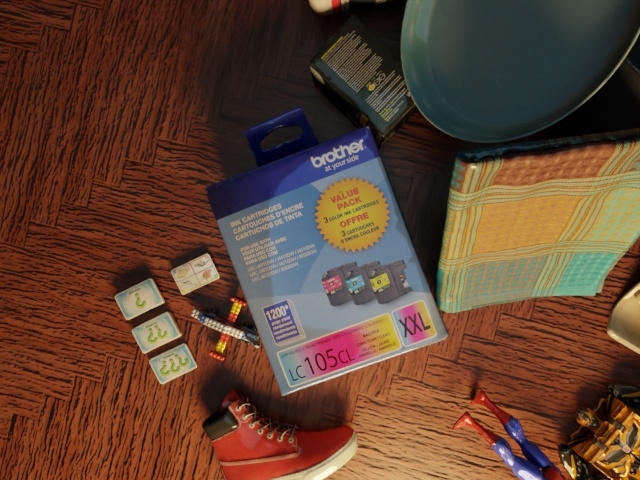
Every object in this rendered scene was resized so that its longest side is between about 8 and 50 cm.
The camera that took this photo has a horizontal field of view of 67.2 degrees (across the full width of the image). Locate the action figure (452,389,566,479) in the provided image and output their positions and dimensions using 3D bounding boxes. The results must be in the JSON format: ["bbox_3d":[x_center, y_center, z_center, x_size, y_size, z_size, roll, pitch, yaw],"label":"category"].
[{"bbox_3d":[0.338,0.382,0.771,0.280,0.139,0.091,38,54,23],"label":"action figure"}]

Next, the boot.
[{"bbox_3d":[-0.073,0.318,0.811,0.244,0.088,0.176,-22,88,8],"label":"boot"}]

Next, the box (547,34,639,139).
[{"bbox_3d":[0.490,-0.177,0.631,0.294,0.296,0.183,-18,56,6],"label":"box"}]

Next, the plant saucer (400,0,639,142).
[{"bbox_3d":[0.234,-0.278,0.590,0.044,0.317,0.317,-2,92,-40],"label":"plant saucer"}]

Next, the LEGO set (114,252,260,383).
[{"bbox_3d":[-0.215,0.128,0.829,0.244,0.060,0.182,-25,94,4],"label":"LEGO set"}]

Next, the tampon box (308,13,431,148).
[{"bbox_3d":[0.074,-0.244,0.764,0.161,0.120,0.101,45,93,2],"label":"tampon box"}]

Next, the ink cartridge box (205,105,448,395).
[{"bbox_3d":[0.000,0.000,0.766,0.270,0.151,0.395,-21,88,4],"label":"ink cartridge box"}]

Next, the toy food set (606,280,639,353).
[{"bbox_3d":[0.614,0.095,0.691,0.220,0.092,0.306,29,129,3],"label":"toy food set"}]

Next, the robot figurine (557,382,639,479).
[{"bbox_3d":[0.536,0.367,0.767,0.291,0.085,0.211,37,93,2],"label":"robot figurine"}]

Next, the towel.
[{"bbox_3d":[0.299,-0.003,0.654,0.271,0.370,0.040,-7,57,5],"label":"towel"}]

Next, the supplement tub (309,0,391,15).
[{"bbox_3d":[0.101,-0.463,0.721,0.272,0.191,0.191,-11,91,5],"label":"supplement tub"}]
